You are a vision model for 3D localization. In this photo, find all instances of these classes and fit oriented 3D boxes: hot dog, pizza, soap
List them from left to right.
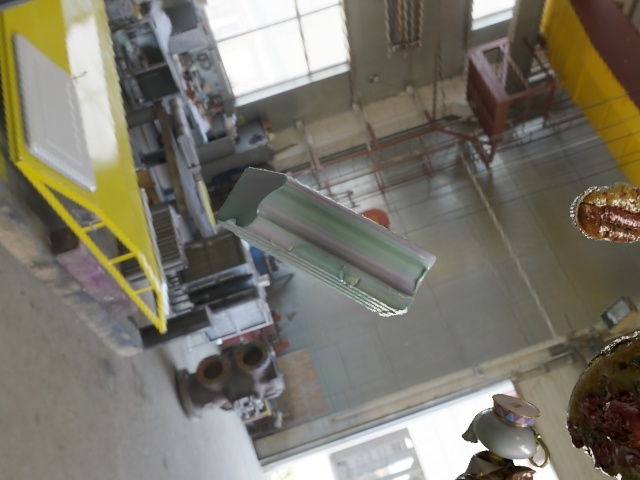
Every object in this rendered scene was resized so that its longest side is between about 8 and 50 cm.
[{"bbox_3d":[0.000,0.000,1.145,0.347,0.115,0.208,28,-10,0],"label":"soap"},{"bbox_3d":[0.487,-0.045,1.099,0.053,0.192,0.099,-170,-99,-71],"label":"hot dog"},{"bbox_3d":[0.648,0.415,1.358,0.439,0.130,0.406,98,-21,-48],"label":"pizza"}]

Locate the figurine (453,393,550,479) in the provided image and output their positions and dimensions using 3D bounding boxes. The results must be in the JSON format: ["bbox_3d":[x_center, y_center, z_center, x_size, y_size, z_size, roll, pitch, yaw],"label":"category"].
[{"bbox_3d":[0.365,0.457,1.394,0.189,0.142,0.263,23,-78,47],"label":"figurine"}]
